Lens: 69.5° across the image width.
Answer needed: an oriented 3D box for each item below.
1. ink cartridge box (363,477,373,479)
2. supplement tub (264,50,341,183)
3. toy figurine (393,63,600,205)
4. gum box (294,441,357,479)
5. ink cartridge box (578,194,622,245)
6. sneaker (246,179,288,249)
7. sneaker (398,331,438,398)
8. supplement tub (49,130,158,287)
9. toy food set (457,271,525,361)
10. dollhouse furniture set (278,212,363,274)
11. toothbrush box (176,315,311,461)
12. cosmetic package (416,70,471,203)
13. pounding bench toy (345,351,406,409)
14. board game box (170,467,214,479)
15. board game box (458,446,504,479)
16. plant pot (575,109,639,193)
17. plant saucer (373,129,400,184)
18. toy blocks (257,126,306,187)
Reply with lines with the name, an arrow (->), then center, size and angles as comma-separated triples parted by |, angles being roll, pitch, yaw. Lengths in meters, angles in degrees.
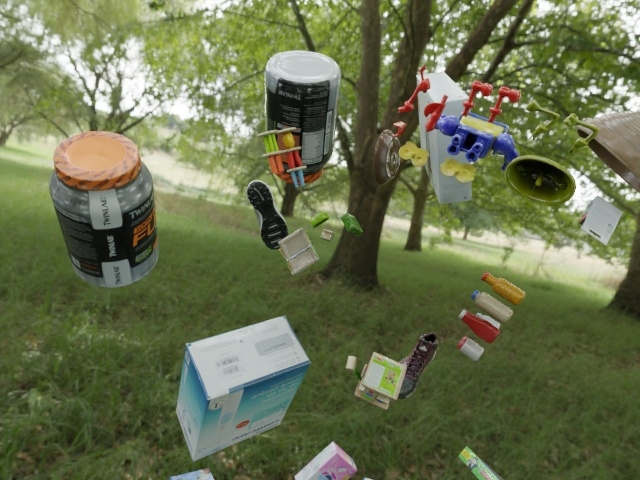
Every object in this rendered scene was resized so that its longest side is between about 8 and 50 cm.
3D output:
ink cartridge box -> 0.153, 0.767, 1.089 | 0.197, 0.270, 0.198 | 5, 13, 29
supplement tub -> -0.057, -0.344, 1.326 | 0.207, 0.338, 0.207 | 3, 45, -3
toy figurine -> 0.356, -0.229, 0.950 | 0.362, 0.191, 0.217 | 24, 31, 17
gum box -> 0.013, 0.779, 1.534 | 0.107, 0.188, 0.062 | 48, 1, -17
ink cartridge box -> 0.585, -0.038, 0.973 | 0.063, 0.115, 0.029 | 38, -29, 10
sneaker -> -0.186, -0.095, 1.653 | 0.100, 0.272, 0.108 | -18, 20, -3
sneaker -> 0.345, 0.435, 1.688 | 0.106, 0.163, 0.281 | 29, 49, 21
supplement tub -> -0.454, -0.060, 0.988 | 0.193, 0.316, 0.194 | 7, 48, -8
toy food set -> 0.393, 0.199, 1.148 | 0.104, 0.232, 0.111 | 36, 34, 18
dollhouse furniture set -> 0.000, 0.000, 0.874 | 0.151, 0.076, 0.058 | -32, -16, 12
toothbrush box -> -0.174, 0.315, 0.975 | 0.216, 0.296, 0.126 | -11, 52, -32
cosmetic package -> 0.359, -0.317, 1.363 | 0.097, 0.284, 0.377 | -5, 29, 6
pounding bench toy -> 0.072, 0.201, 0.675 | 0.083, 0.052, 0.065 | 23, -34, 5
board game box -> -0.290, 0.557, 1.052 | 0.090, 0.020, 0.090 | -2, 1, -26
board game box -> 0.550, 0.746, 1.321 | 0.213, 0.046, 0.317 | 44, -4, -9
plant pot -> 0.676, -0.197, 0.983 | 0.237, 0.110, 0.237 | 37, 24, -20
plant saucer -> 0.247, -0.297, 1.659 | 0.036, 0.199, 0.198 | 12, 4, 28
toy blocks -> -0.089, -0.200, 1.151 | 0.054, 0.148, 0.123 | -8, 12, 40
